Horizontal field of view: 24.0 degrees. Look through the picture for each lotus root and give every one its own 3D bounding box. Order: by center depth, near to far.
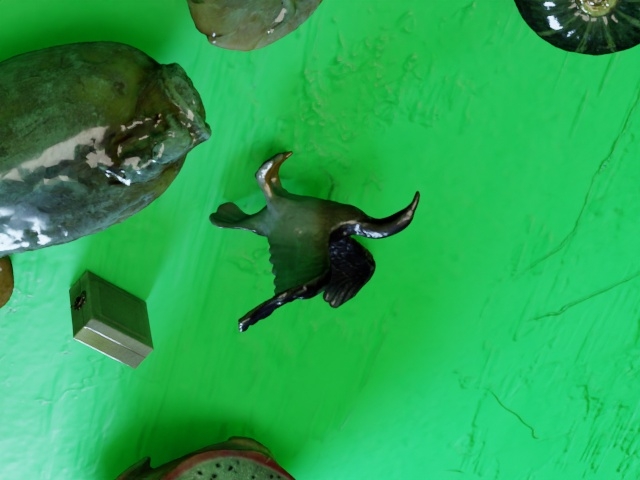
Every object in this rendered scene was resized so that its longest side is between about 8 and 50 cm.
[{"bbox_3d":[-0.269,-0.076,1.354,0.350,0.175,0.175,-16,128,2],"label":"lotus root"}]

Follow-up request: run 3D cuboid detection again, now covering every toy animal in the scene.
[{"bbox_3d":[-0.006,-0.015,1.466,0.197,0.272,0.160,-42,88,23],"label":"toy animal"}]

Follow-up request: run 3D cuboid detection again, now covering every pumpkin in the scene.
[{"bbox_3d":[0.255,-0.247,1.374,0.167,0.125,0.167,5,116,10],"label":"pumpkin"}]

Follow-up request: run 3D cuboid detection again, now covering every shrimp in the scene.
[{"bbox_3d":[-0.032,-0.289,1.299,0.178,0.075,0.289,-19,130,-24],"label":"shrimp"}]

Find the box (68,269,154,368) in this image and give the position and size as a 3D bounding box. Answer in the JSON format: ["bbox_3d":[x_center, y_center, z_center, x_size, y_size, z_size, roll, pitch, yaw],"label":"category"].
[{"bbox_3d":[-0.214,0.080,1.524,0.083,0.079,0.035,31,114,-30],"label":"box"}]

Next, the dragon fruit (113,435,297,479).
[{"bbox_3d":[-0.146,0.381,1.660,0.305,0.305,0.226,23,145,-27],"label":"dragon fruit"}]

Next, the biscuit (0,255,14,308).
[{"bbox_3d":[-0.463,0.073,1.481,0.301,0.043,0.278,31,113,-30],"label":"biscuit"}]
